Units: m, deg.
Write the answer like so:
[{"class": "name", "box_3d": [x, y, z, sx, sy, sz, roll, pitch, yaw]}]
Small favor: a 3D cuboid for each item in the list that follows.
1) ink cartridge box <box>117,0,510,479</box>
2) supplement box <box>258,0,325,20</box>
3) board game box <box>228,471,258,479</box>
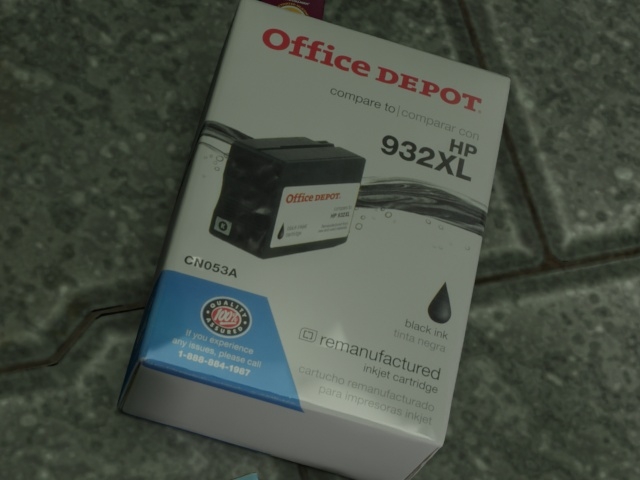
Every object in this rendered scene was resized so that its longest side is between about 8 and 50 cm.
[{"class": "ink cartridge box", "box_3d": [0.000, 0.000, 1.169, 0.223, 0.129, 0.307, 16, 64, -6]}, {"class": "supplement box", "box_3d": [-0.026, -0.182, 1.290, 0.055, 0.043, 0.083, 11, 64, -8]}, {"class": "board game box", "box_3d": [-0.077, 0.312, 1.005, 0.144, 0.142, 0.275, -13, 71, -19]}]
